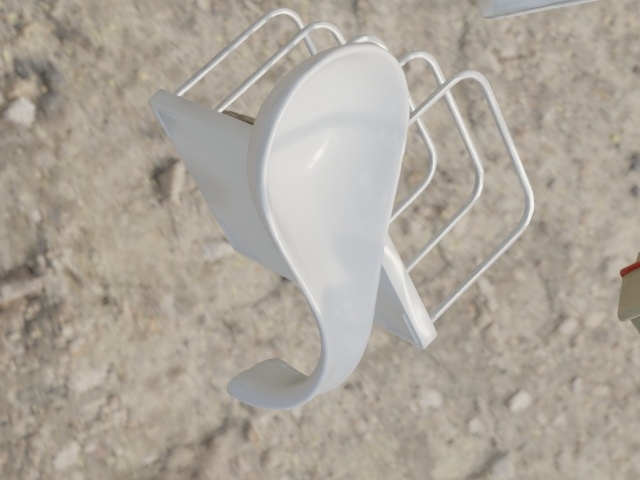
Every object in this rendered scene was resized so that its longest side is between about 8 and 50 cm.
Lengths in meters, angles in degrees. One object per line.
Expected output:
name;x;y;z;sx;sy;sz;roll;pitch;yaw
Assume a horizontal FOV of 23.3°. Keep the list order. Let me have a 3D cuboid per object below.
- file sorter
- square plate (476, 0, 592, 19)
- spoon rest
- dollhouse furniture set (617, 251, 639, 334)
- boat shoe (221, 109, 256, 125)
file sorter;0.023;-0.071;1.362;0.173;0.278;0.193;-43;130;-18
square plate;0.265;-0.272;1.097;0.344;0.347;0.049;-11;120;6
spoon rest;0.000;0.000;1.012;0.137;0.084;0.276;-24;136;-42
dollhouse furniture set;0.418;0.018;1.484;0.259;0.135;0.262;-28;107;33
boat shoe;-0.042;-0.086;1.565;0.152;0.056;0.049;22;106;2
